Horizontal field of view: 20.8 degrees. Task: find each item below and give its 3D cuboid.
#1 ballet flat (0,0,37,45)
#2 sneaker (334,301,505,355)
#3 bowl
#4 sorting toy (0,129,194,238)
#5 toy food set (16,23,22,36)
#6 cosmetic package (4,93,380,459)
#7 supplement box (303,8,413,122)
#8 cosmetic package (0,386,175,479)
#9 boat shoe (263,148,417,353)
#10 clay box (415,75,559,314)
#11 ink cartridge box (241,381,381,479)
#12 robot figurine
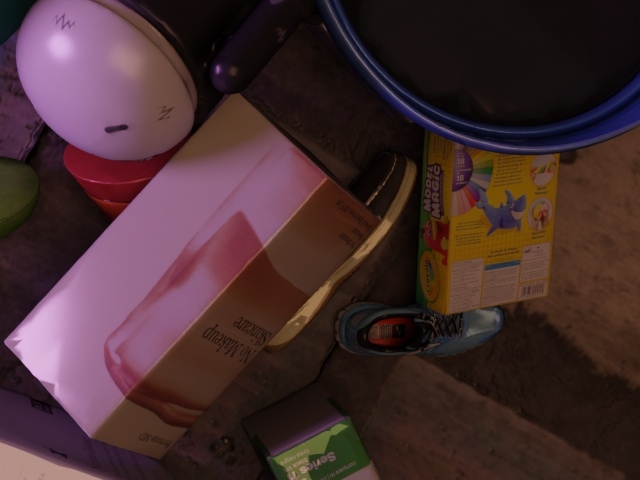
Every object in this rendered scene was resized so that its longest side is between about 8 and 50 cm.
[{"bbox_3d":[-0.266,-0.239,1.525,0.070,0.070,0.188,44,82,-15],"label":"ballet flat"},{"bbox_3d":[0.099,0.087,1.642,0.162,0.073,0.063,-7,99,-13],"label":"sneaker"},{"bbox_3d":[0.171,-0.264,1.516,0.391,0.077,0.391,1,85,-11],"label":"bowl"},{"bbox_3d":[-0.276,0.000,1.542,0.366,0.127,0.126,-16,125,-12],"label":"sorting toy"},{"bbox_3d":[-0.220,-0.161,1.565,0.078,0.019,0.122,-27,95,-9],"label":"toy food set"},{"bbox_3d":[-0.107,0.035,1.513,0.296,0.153,0.129,-47,67,4],"label":"cosmetic package"},{"bbox_3d":[0.116,-0.237,1.604,0.239,0.073,0.130,-45,105,-3],"label":"supplement box"},{"bbox_3d":[-0.324,0.203,1.488,0.385,0.217,0.156,24,92,-17],"label":"cosmetic package"},{"bbox_3d":[-0.001,0.000,1.605,0.073,0.080,0.223,38,92,-20],"label":"boat shoe"},{"bbox_3d":[0.156,-0.050,1.613,0.127,0.053,0.222,-8,109,-33],"label":"clay box"},{"bbox_3d":[0.017,0.252,1.604,0.087,0.153,0.208,-27,101,-8],"label":"ink cartridge box"},{"bbox_3d":[-0.131,-0.192,1.471,0.173,0.209,0.278,41,63,-10],"label":"robot figurine"}]
